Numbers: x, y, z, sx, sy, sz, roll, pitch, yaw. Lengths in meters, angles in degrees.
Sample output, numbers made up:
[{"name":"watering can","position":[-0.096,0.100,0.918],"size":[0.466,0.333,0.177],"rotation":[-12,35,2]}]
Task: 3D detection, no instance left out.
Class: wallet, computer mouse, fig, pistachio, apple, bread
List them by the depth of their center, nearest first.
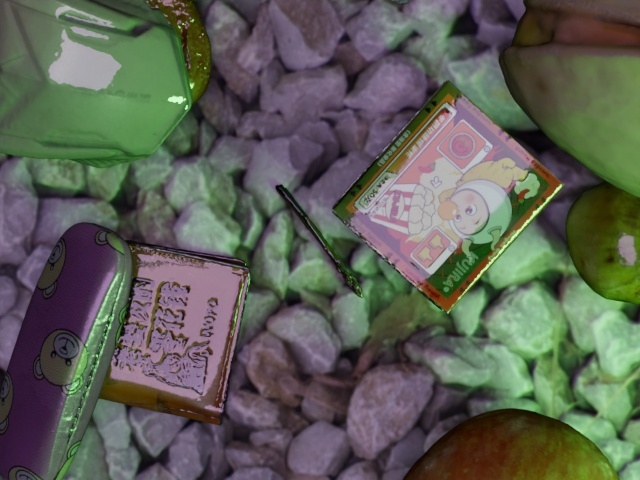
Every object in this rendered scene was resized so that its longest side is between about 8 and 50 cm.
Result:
[{"name":"pistachio","position":[0.410,-0.171,1.744],"size":[0.445,0.365,0.281],"rotation":[14,90,30]},{"name":"apple","position":[0.202,0.335,1.835],"size":[0.277,0.250,0.309],"rotation":[40,115,-13]},{"name":"computer mouse","position":[-0.343,-0.209,1.848],"size":[0.429,0.145,0.228],"rotation":[18,109,22]},{"name":"fig","position":[0.348,0.000,1.864],"size":[0.136,0.121,0.153],"rotation":[-30,75,-26]},{"name":"bread","position":[-0.222,-0.305,1.911],"size":[0.124,0.084,0.344],"rotation":[-21,89,-6]},{"name":"wallet","position":[-0.175,0.105,1.937],"size":[0.161,0.042,0.195],"rotation":[12,92,3]}]

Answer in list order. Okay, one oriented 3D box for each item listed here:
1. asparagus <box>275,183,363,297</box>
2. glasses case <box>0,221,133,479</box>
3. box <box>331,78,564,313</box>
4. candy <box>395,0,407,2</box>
[{"name":"asparagus","position":[0.000,0.000,1.939],"size":[0.013,0.016,0.166],"rotation":[-36,88,-30]},{"name":"glasses case","position":[-0.298,0.134,1.907],"size":[0.123,0.076,0.316],"rotation":[24,98,43]},{"name":"box","position":[0.141,-0.049,1.863],"size":[0.177,0.148,0.195],"rotation":[43,94,0]},{"name":"candy","position":[0.150,-0.334,1.905],"size":[0.182,0.046,0.053],"rotation":[-36,87,6]}]
